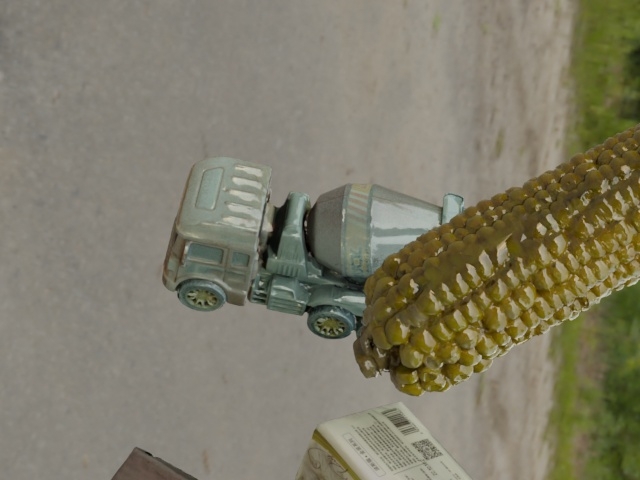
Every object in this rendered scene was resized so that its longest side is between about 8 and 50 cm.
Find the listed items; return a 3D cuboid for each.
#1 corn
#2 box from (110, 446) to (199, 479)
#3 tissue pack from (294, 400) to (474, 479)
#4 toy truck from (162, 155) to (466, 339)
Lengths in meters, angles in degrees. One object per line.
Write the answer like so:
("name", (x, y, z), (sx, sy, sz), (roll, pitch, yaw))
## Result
("corn", (0.160, -0.006, 0.689), (0.097, 0.319, 0.097), (58, 10, -17))
("box", (-0.007, 0.235, 0.526), (0.153, 0.252, 0.188), (-55, 149, -23))
("tissue pack", (0.064, 0.230, 1.006), (0.106, 0.149, 0.099), (-8, 131, -39))
("toy truck", (0.000, 0.000, 0.980), (0.140, 0.256, 0.108), (106, -5, -51))
